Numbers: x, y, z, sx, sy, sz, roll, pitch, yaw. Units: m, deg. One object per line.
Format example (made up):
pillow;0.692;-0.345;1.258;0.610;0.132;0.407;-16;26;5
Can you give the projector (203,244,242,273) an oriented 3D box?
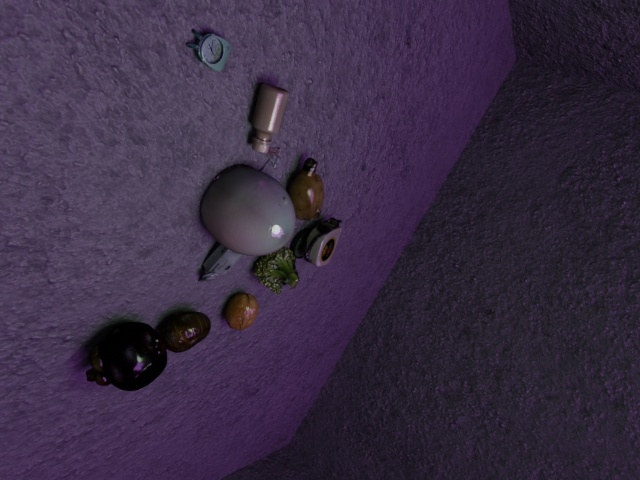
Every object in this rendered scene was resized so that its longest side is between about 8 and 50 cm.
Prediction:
projector;-0.428;0.077;1.814;0.147;0.061;0.115;-45;152;15

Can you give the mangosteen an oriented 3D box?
mangosteen;-0.741;0.460;1.580;0.287;0.233;0.287;-48;172;-9

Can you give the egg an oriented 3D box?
egg;-0.253;-0.089;1.668;0.355;0.340;0.354;-35;144;-31

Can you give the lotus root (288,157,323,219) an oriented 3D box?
lotus root;-0.066;-0.244;1.968;0.183;0.183;0.309;-29;139;-39

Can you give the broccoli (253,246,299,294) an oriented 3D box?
broccoli;-0.229;0.144;2.059;0.181;0.273;0.242;21;101;-26

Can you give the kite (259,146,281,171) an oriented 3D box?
kite;-0.219;-0.354;1.793;0.156;0.011;0.139;-52;147;-11

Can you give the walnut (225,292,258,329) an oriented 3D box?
walnut;-0.399;0.360;2.079;0.159;0.159;0.206;-12;128;-52

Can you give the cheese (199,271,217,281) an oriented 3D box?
cheese;-0.490;0.163;1.804;0.067;0.026;0.121;2;159;-36

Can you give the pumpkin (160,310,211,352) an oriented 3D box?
pumpkin;-0.605;0.392;1.811;0.219;0.162;0.219;-31;165;-9

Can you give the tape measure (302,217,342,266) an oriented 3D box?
tape measure;0.000;0.000;2.267;0.232;0.133;0.270;-5;119;-63

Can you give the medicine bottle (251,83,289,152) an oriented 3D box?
medicine bottle;-0.205;-0.467;1.592;0.114;0.114;0.252;-13;129;-51

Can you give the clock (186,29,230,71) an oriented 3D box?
clock;-0.354;-0.610;1.306;0.135;0.041;0.101;11;110;-58

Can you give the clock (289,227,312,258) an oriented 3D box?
clock;-0.096;0.019;2.306;0.185;0.040;0.184;-36;145;-31
